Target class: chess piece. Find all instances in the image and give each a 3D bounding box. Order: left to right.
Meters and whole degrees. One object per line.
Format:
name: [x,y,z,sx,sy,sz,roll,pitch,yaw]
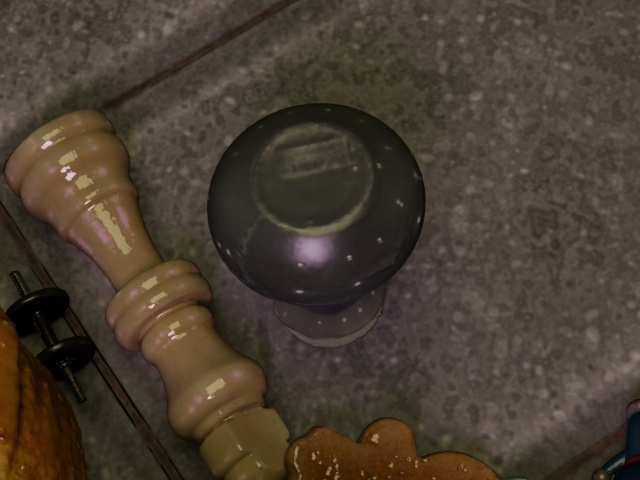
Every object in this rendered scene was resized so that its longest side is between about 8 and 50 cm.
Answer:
chess piece: [-0.148,0.064,1.395,0.117,0.117,0.397,-30,71,-11]

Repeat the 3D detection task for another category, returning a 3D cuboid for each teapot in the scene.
teapot: [0.000,0.000,1.339,0.183,0.251,0.183,-1,65,3]

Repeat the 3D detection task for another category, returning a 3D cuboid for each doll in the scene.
doll: [0.294,0.213,1.330,0.114,0.085,0.152,-2,54,17]

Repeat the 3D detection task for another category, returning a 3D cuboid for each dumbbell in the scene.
dumbbell: [-0.251,0.088,1.406,0.069,0.069,0.147,-28,68,-10]

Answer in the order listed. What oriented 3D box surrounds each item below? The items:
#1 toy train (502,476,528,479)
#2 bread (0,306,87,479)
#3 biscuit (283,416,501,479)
toy train: [0.199,0.321,1.271,0.119,0.085,0.251,-3,77,-16]
bread: [-0.385,0.195,1.230,0.398,0.215,0.398,-16,54,22]
biscuit: [0.072,0.239,1.322,0.225,0.036,0.166,10,72,-12]
